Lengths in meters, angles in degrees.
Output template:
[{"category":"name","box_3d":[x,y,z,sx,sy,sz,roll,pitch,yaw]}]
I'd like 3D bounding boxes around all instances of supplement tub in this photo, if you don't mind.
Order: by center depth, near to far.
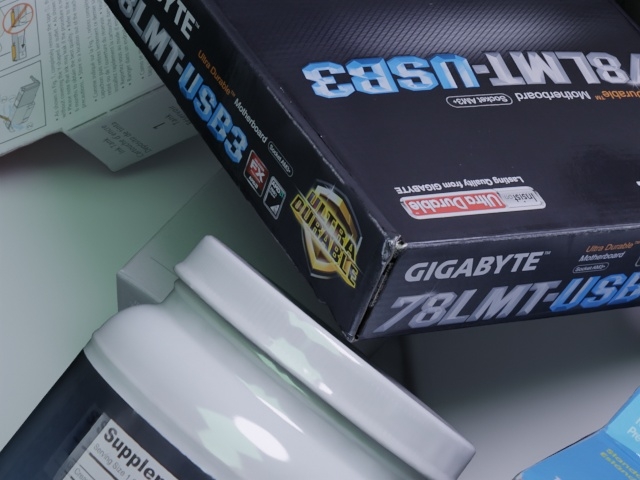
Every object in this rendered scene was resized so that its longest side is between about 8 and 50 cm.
[{"category":"supplement tub","box_3d":[-0.074,0.154,0.855,0.191,0.191,0.272,38,89,20]}]

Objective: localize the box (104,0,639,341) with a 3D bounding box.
[{"category":"box","box_3d":[0.071,-0.079,0.973,0.295,0.073,0.293,-5,43,-34]}]

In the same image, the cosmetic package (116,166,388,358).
[{"category":"cosmetic package","box_3d":[0.000,0.000,1.054,0.127,0.107,0.238,34,60,15]}]

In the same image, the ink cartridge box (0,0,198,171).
[{"category":"ink cartridge box","box_3d":[-0.162,-0.180,1.174,0.261,0.066,0.296,-22,57,19]}]

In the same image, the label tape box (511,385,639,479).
[{"category":"label tape box","box_3d":[0.151,0.232,0.844,0.240,0.106,0.334,40,87,20]}]

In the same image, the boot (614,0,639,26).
[{"category":"boot","box_3d":[0.239,-0.121,1.142,0.115,0.112,0.305,7,55,-10]}]
